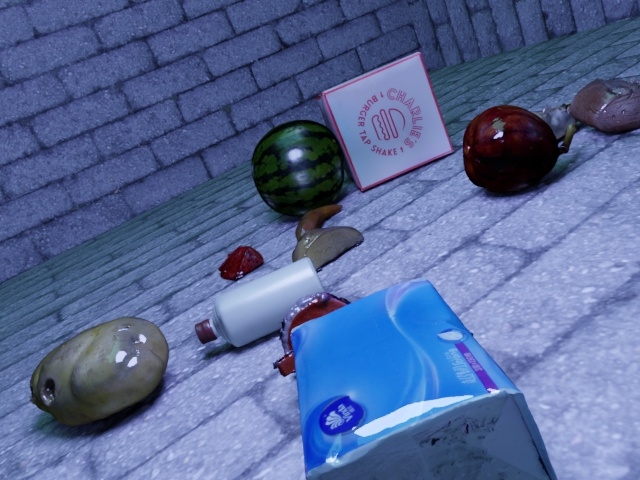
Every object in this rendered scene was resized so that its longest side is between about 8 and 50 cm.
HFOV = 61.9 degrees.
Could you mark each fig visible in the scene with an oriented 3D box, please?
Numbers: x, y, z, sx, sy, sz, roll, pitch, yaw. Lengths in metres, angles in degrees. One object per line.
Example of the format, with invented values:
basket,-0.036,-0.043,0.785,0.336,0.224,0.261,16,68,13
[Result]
fig,0.432,-0.186,1.131,0.250,0.186,0.204,10,6,-1

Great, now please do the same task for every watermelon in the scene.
watermelon,-0.065,-0.211,1.589,0.285,0.285,0.285,-21,18,7

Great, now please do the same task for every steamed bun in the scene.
steamed bun,0.687,-0.317,1.225,0.175,0.106,0.145,-11,26,-2

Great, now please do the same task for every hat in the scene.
hat,-0.008,0.146,0.838,0.140,0.129,0.227,-49,4,-6

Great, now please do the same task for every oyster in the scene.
oyster,0.519,-0.271,1.323,0.341,0.110,0.166,-32,29,-32

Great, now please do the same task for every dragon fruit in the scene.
dragon fruit,-0.219,0.049,1.380,0.097,0.063,0.131,-35,21,-32

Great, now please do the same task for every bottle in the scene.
bottle,-0.111,0.123,0.980,0.245,0.104,0.104,-25,18,-3

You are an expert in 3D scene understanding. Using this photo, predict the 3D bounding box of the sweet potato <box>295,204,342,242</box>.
sweet potato,-0.018,-0.048,1.430,0.078,0.058,0.255,4,25,22

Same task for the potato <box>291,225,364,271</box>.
potato,0.000,0.000,1.214,0.172,0.089,0.101,-32,18,-22

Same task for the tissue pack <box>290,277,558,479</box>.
tissue pack,0.083,0.165,0.561,0.198,0.146,0.263,-23,19,2

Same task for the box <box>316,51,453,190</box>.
box,0.185,-0.371,1.679,0.312,0.314,0.300,-24,15,-1

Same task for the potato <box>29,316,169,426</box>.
potato,-0.399,0.236,0.960,0.296,0.141,0.191,-14,37,23
